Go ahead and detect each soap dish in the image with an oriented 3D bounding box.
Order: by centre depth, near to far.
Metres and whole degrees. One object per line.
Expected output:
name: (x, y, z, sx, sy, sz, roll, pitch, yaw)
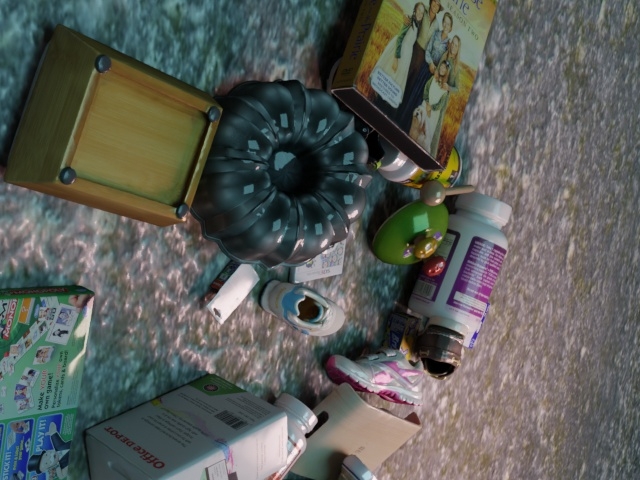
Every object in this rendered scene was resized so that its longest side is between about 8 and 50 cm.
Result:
soap dish: (-0.287, -0.151, 1.306, 0.291, 0.118, 0.228, 18, 91, -49)

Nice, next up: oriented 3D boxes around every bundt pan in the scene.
bundt pan: (-0.054, -0.113, 1.471, 0.331, 0.124, 0.330, 1, 88, -26)

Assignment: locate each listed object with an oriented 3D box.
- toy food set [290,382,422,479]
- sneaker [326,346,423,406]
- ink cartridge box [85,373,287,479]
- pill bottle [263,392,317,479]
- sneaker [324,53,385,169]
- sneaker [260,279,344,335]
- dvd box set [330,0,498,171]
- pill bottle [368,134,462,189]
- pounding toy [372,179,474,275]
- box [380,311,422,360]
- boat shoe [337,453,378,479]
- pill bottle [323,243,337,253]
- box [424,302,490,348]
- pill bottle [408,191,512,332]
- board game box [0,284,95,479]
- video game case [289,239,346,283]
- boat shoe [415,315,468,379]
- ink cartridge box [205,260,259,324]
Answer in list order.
toy food set: (0.063, 0.417, 1.929, 0.220, 0.092, 0.306, -44, 140, 12)
sneaker: (0.122, 0.279, 1.938, 0.252, 0.103, 0.111, 23, 74, -32)
ink cartridge box: (-0.223, 0.353, 1.514, 0.278, 0.201, 0.117, -20, 119, -43)
pill bottle: (-0.106, 0.406, 1.733, 0.216, 0.121, 0.121, -49, 136, -24)
sneaker: (0.080, -0.244, 1.699, 0.084, 0.097, 0.234, -40, 132, -32)
sneaker: (-0.017, 0.144, 1.751, 0.229, 0.092, 0.087, 25, 84, -51)
dvd box set: (0.195, -0.385, 1.707, 0.308, 0.062, 0.420, 35, 66, -40)
pill bottle: (0.191, -0.169, 1.840, 0.215, 0.117, 0.117, 12, 96, -50)
pounding toy: (0.229, -0.008, 1.875, 0.183, 0.110, 0.237, 5, 132, -47)
box: (0.173, 0.250, 2.038, 0.059, 0.054, 0.168, 10, 98, -50)
boat shoe: (0.078, 0.556, 1.915, 0.094, 0.109, 0.302, -37, 146, -18)
pill bottle: (-0.034, -0.024, 1.627, 0.078, 0.137, 0.078, -22, 120, -43)
box: (0.335, 0.184, 2.181, 0.137, 0.072, 0.126, 29, 82, -49)
pill bottle: (0.326, 0.045, 2.039, 0.169, 0.169, 0.301, 23, 88, -50)
board game box: (-0.456, 0.226, 1.322, 0.214, 0.046, 0.317, 0, 105, -48)
video game case: (0.000, 0.000, 1.768, 0.143, 0.019, 0.157, -10, 112, -47)
boat shoe: (0.267, 0.259, 2.028, 0.324, 0.117, 0.096, 87, 21, -71)
ink cartridge box: (-0.165, 0.089, 1.610, 0.115, 0.029, 0.062, -50, 137, -21)
